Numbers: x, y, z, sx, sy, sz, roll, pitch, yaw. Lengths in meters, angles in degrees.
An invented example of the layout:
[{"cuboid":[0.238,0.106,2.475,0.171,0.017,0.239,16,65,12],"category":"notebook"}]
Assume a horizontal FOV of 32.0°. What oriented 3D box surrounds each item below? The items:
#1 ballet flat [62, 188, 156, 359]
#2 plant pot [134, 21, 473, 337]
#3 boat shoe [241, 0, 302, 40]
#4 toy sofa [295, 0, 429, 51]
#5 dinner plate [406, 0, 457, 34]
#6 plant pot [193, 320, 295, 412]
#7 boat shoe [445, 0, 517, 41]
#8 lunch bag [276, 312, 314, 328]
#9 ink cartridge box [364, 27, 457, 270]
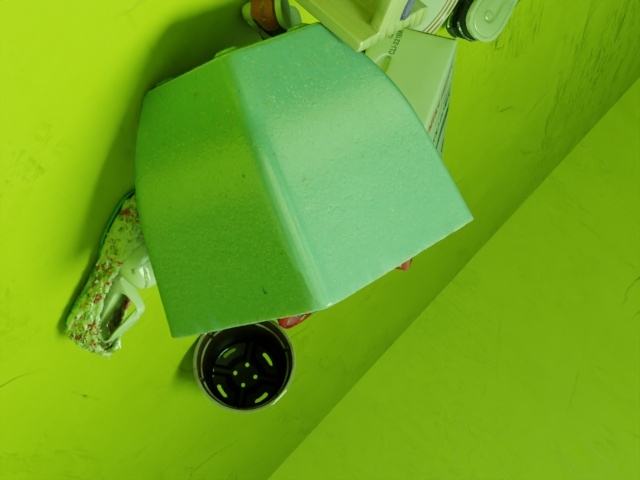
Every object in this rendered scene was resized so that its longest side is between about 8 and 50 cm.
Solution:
[{"cuboid":[-0.229,0.046,1.321,0.091,0.077,0.241,-27,154,-51],"category":"ballet flat"},{"cuboid":[-0.043,-0.074,1.139,0.247,0.252,0.247,-14,-170,47],"category":"plant pot"},{"cuboid":[-0.047,-0.232,1.212,0.043,0.049,0.137,-7,173,11],"category":"boat shoe"},{"cuboid":[0.088,-0.370,1.038,0.177,0.150,0.363,-35,160,-38],"category":"toy sofa"},{"cuboid":[0.155,-0.329,1.577,0.141,0.017,0.141,-45,165,-15],"category":"dinner plate"},{"cuboid":[-0.129,0.219,1.892,0.167,0.167,0.165,-45,172,-14],"category":"plant pot"},{"cuboid":[0.274,-0.393,1.682,0.233,0.084,0.079,-52,-156,-14],"category":"boat shoe"},{"cuboid":[0.000,0.000,1.788,0.258,0.120,0.293,-28,154,-43],"category":"lunch bag"},{"cuboid":[0.100,-0.126,1.523,0.273,0.114,0.197,90,17,-48],"category":"ink cartridge box"}]
